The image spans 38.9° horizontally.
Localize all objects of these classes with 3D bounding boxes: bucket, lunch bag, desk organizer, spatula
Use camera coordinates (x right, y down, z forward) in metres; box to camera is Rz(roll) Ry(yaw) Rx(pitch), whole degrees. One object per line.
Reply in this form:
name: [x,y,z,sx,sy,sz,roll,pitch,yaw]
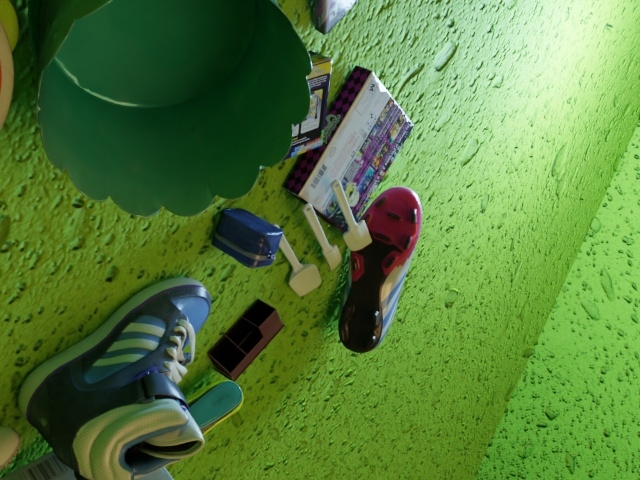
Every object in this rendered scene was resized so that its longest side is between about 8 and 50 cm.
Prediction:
bucket: [-0.160,-0.183,0.922,0.281,0.183,0.281,-12,134,-12]
lunch bag: [-0.105,0.002,1.329,0.067,0.098,0.065,-7,123,-60]
desk organizer: [-0.122,0.162,1.485,0.130,0.047,0.050,-47,144,-23]
spatula: [0.000,0.000,1.509,0.168,0.019,0.242,-34,151,-4]

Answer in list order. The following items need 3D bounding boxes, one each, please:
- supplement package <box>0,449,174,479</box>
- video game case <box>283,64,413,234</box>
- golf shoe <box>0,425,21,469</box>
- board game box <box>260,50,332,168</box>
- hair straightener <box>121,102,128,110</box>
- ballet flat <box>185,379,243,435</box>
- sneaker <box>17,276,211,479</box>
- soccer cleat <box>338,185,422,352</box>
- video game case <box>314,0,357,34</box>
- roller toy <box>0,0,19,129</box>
supplement package: [-0.315,0.391,1.177,0.261,0.204,0.145,-26,135,-27]
video game case: [0.053,-0.142,1.506,0.232,0.041,0.210,-60,149,-3]
golf shoe: [-0.432,0.246,1.070,0.176,0.069,0.086,-20,124,-50]
board game box: [-0.060,-0.185,1.296,0.170,0.048,0.141,-26,132,-44]
hair straightener: [-0.167,-0.225,1.099,0.230,0.047,0.089,-61,151,-11]
ballet flat: [-0.221,0.291,1.413,0.231,0.077,0.077,-27,172,-33]
sneaker: [-0.206,0.194,1.195,0.322,0.236,0.130,-34,140,-38]
soccer cleat: [0.108,0.049,1.703,0.143,0.116,0.331,-38,146,-73]
video game case: [0.059,-0.429,1.225,0.196,0.026,0.274,-50,165,-20]
roller toy: [-0.375,-0.145,0.757,0.209,0.146,0.191,11,96,-53]
